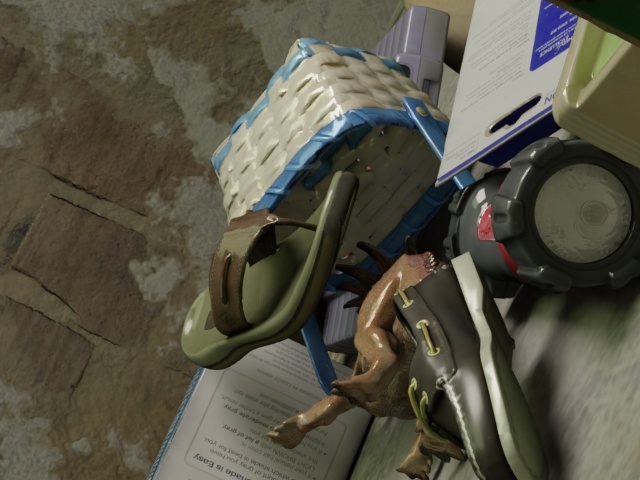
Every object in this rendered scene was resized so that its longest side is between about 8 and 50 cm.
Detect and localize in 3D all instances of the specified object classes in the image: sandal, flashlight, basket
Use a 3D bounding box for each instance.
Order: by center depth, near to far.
[{"bbox_3d":[0.146,-0.017,1.115,0.103,0.103,0.304,-38,4,-3],"label":"flashlight"},{"bbox_3d":[-0.062,0.031,1.394,0.303,0.086,0.120,-38,27,50],"label":"sandal"},{"bbox_3d":[0.037,-0.031,1.519,0.255,0.201,0.289,-47,48,33],"label":"basket"}]

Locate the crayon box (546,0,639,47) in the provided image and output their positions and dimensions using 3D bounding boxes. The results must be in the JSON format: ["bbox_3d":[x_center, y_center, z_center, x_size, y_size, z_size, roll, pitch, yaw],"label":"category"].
[{"bbox_3d":[0.222,-0.181,0.660,0.081,0.202,0.318,-55,11,54],"label":"crayon box"}]

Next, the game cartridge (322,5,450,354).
[{"bbox_3d":[0.065,-0.059,1.762,0.230,0.068,0.355,126,153,-79],"label":"game cartridge"}]

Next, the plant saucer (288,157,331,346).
[{"bbox_3d":[0.000,0.000,1.879,0.278,0.041,0.277,-10,-79,-60],"label":"plant saucer"}]

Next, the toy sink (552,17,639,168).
[{"bbox_3d":[0.208,-0.112,0.807,0.152,0.131,0.234,-67,6,-35],"label":"toy sink"}]

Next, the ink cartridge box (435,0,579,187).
[{"bbox_3d":[0.189,-0.176,1.288,0.165,0.065,0.332,-32,30,41],"label":"ink cartridge box"}]

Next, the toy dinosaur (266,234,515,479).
[{"bbox_3d":[0.069,0.067,1.251,0.295,0.127,0.200,125,168,-64],"label":"toy dinosaur"}]

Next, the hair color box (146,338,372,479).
[{"bbox_3d":[-0.088,0.264,1.562,0.347,0.174,0.105,-66,6,-21],"label":"hair color box"}]

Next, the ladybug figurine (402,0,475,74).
[{"bbox_3d":[0.207,-0.393,1.868,0.449,0.162,0.305,-67,7,-33],"label":"ladybug figurine"}]

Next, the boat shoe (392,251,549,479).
[{"bbox_3d":[0.090,0.091,1.026,0.069,0.081,0.227,-24,27,9],"label":"boat shoe"}]
